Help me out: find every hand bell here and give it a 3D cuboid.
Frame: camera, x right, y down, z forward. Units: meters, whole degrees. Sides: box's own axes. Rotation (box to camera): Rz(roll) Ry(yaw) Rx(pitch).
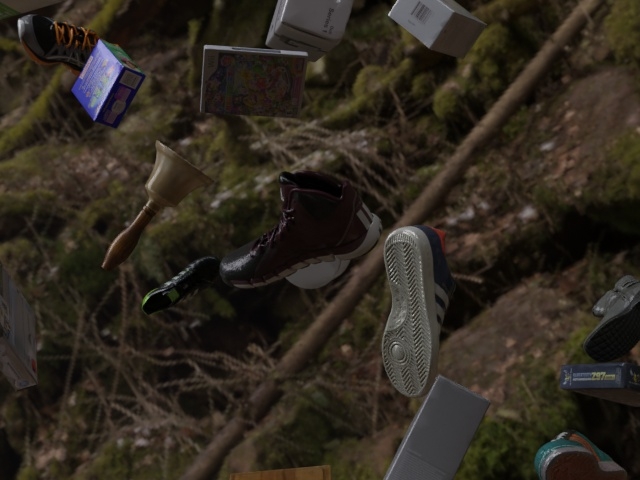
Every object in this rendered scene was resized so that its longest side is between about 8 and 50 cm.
[{"bbox_3d":[-0.310,-0.045,1.565,0.242,0.126,0.126,-54,7,-2],"label":"hand bell"}]

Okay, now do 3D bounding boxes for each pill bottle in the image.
[{"bbox_3d":[0.000,0.000,1.942,0.162,0.162,0.278,-29,9,17],"label":"pill bottle"}]

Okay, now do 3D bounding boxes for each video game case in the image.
[{"bbox_3d":[-0.080,-0.188,1.048,0.122,0.087,0.011,2,40,-10],"label":"video game case"}]

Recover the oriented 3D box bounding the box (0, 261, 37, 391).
[{"bbox_3d":[-0.472,0.112,1.303,0.038,0.186,0.145,-17,49,-3],"label":"box"}]

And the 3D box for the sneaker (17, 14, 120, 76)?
[{"bbox_3d":[-0.428,-0.339,1.504,0.083,0.084,0.215,-14,-10,25],"label":"sneaker"}]

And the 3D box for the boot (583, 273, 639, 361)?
[{"bbox_3d":[0.657,0.174,1.960,0.246,0.083,0.161,-40,9,-10],"label":"boot"}]

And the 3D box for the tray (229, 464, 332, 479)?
[{"bbox_3d":[-0.074,0.528,1.553,0.203,0.076,0.411,-5,12,0],"label":"tray"}]

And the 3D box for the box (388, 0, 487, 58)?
[{"bbox_3d":[0.249,-0.465,1.855,0.170,0.130,0.091,-3,-47,-56],"label":"box"}]

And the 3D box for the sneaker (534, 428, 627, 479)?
[{"bbox_3d":[0.461,0.414,1.645,0.108,0.302,0.121,-54,47,6],"label":"sneaker"}]

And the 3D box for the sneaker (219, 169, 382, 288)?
[{"bbox_3d":[-0.058,-0.032,1.367,0.281,0.162,0.106,-18,36,17],"label":"sneaker"}]

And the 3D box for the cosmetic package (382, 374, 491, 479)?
[{"bbox_3d":[0.178,0.347,1.424,0.238,0.107,0.127,-58,-12,-10],"label":"cosmetic package"}]

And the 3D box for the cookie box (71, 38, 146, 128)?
[{"bbox_3d":[-0.305,-0.226,1.259,0.040,0.107,0.092,19,-70,-43],"label":"cookie box"}]

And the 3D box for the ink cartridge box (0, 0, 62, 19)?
[{"bbox_3d":[-0.519,-0.541,1.602,0.273,0.198,0.115,-10,-9,15],"label":"ink cartridge box"}]

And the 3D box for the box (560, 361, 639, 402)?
[{"bbox_3d":[0.662,0.311,1.881,0.183,0.233,0.059,-20,57,60],"label":"box"}]

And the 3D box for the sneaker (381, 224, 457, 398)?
[{"bbox_3d":[0.212,0.138,1.761,0.131,0.350,0.148,11,16,38],"label":"sneaker"}]

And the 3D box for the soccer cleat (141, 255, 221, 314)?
[{"bbox_3d":[-0.266,0.091,1.695,0.179,0.060,0.072,-32,11,7],"label":"soccer cleat"}]

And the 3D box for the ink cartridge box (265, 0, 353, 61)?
[{"bbox_3d":[-0.008,-0.362,1.292,0.219,0.093,0.160,-156,82,-80],"label":"ink cartridge box"}]
